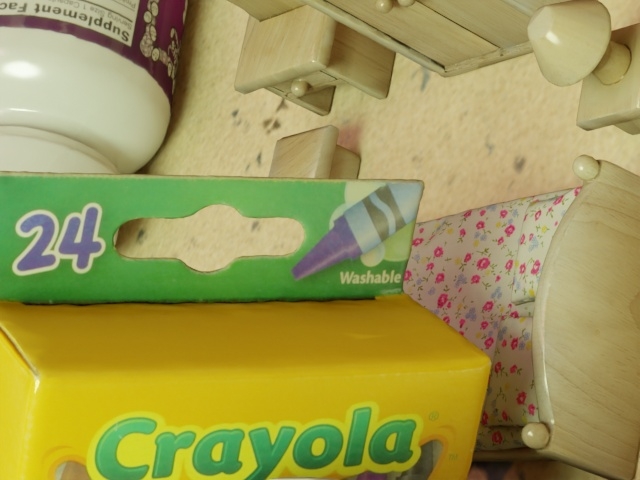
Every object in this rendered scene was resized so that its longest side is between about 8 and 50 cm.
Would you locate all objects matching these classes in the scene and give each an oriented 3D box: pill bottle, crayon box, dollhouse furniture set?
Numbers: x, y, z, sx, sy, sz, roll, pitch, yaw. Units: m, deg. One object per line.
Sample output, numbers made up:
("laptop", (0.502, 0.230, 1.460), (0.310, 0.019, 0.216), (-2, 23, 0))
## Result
("pill bottle", (-0.176, -0.141, 1.231), (0.169, 0.169, 0.302), (-21, 54, 46))
("crayon box", (-0.051, 0.137, 0.771), (0.083, 0.203, 0.323), (37, 122, 56))
("dollhouse furniture set", (0.000, 0.000, 0.903), (0.303, 0.173, 0.356), (-11, 61, 51))

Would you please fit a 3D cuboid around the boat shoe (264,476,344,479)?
("boat shoe", (0.095, 0.156, 0.660), (0.302, 0.091, 0.114), (21, 109, 28))
